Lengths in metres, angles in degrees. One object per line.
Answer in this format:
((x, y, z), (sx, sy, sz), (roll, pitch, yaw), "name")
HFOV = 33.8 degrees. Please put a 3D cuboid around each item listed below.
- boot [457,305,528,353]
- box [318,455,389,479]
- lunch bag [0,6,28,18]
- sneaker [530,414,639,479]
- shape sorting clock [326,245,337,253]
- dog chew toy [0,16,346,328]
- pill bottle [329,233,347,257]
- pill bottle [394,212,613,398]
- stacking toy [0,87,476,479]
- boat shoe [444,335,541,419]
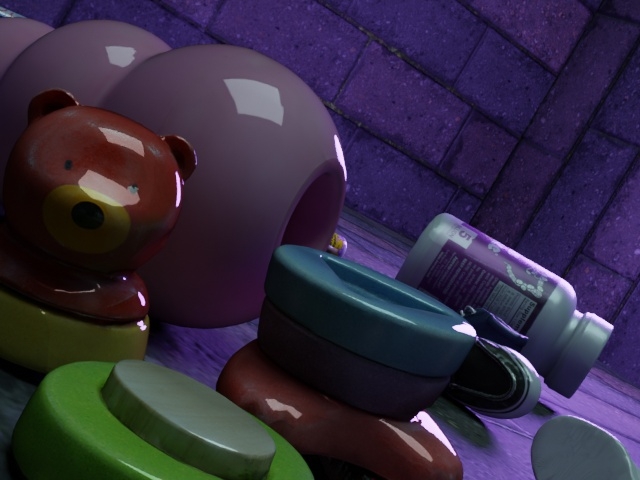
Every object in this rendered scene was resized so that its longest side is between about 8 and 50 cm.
((0.180, 0.116, 1.367), (0.190, 0.086, 0.069), (34, 7, 36), "boot")
((0.048, 0.151, 0.643), (0.094, 0.027, 0.137), (29, 6, -15), "box")
((-0.430, -0.255, 1.393), (0.303, 0.115, 0.243), (25, 5, -37), "lunch bag")
((0.264, 0.235, 0.880), (0.212, 0.080, 0.094), (43, 0, 38), "sneaker")
((-0.071, -0.023, 1.540), (0.206, 0.040, 0.206), (28, -1, 0), "shape sorting clock")
((-0.151, -0.069, 0.785), (0.332, 0.206, 0.206), (23, 3, 18), "dog chew toy")
((0.000, 0.000, 1.698), (0.083, 0.043, 0.043), (26, 7, -36), "pill bottle")
((0.266, 0.100, 1.546), (0.302, 0.169, 0.169), (31, 5, 12), "pill bottle")
((-0.021, 0.044, 0.535), (0.309, 0.130, 0.279), (20, 9, -27), "stacking toy")
((0.134, 0.126, 1.130), (0.219, 0.077, 0.070), (24, -1, 43), "boat shoe")
